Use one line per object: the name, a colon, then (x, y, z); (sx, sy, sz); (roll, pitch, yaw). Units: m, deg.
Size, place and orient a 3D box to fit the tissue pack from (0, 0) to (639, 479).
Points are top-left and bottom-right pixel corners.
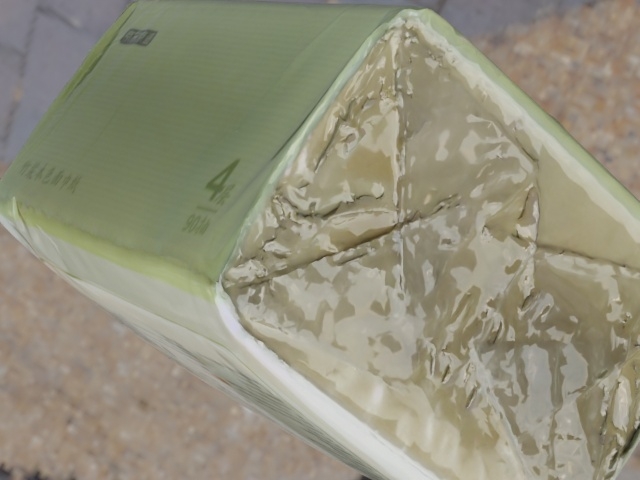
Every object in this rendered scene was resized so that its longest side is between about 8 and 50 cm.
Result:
tissue pack: (0.000, 0.000, 0.606); (0.159, 0.125, 0.234); (40, 169, -25)
